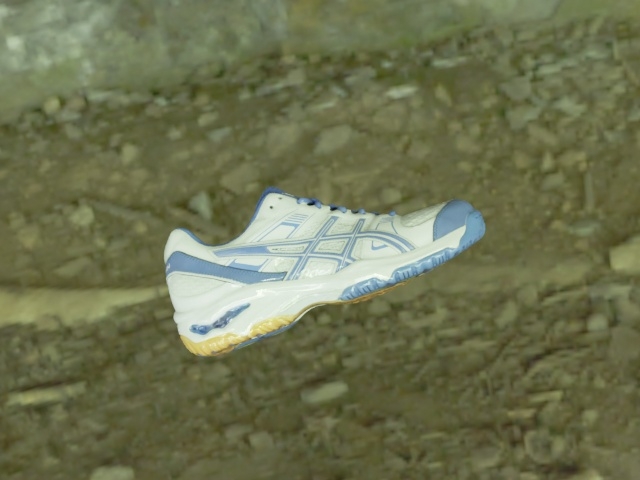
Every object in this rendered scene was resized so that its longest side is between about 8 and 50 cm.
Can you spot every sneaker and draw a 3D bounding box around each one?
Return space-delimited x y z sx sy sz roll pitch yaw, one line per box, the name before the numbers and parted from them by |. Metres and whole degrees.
sneaker | 0.000 0.000 1.038 0.296 0.131 0.112 -19 -9 -6
